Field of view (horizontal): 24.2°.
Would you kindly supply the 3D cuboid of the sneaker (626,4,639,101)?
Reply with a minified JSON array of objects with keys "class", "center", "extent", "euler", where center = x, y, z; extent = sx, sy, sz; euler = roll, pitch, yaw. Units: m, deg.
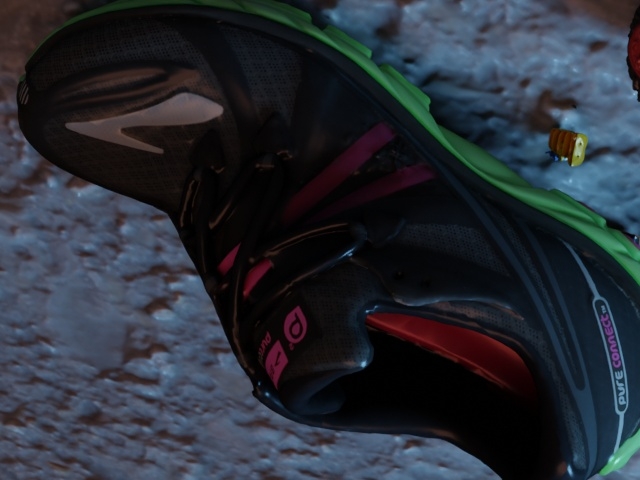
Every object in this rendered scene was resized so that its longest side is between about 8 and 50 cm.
[{"class":"sneaker","center":[0.298,-0.099,0.835],"extent":[0.262,0.125,0.104],"euler":[10,102,44]}]

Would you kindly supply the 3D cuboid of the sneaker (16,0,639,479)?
[{"class":"sneaker","center":[0.000,0.000,0.951],"extent":[0.483,0.202,0.185],"euler":[29,137,11]}]

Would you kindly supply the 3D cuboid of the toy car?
[{"class":"toy car","center":[0.183,-0.028,1.011],"extent":[0.040,0.060,0.122],"euler":[36,138,55]}]
